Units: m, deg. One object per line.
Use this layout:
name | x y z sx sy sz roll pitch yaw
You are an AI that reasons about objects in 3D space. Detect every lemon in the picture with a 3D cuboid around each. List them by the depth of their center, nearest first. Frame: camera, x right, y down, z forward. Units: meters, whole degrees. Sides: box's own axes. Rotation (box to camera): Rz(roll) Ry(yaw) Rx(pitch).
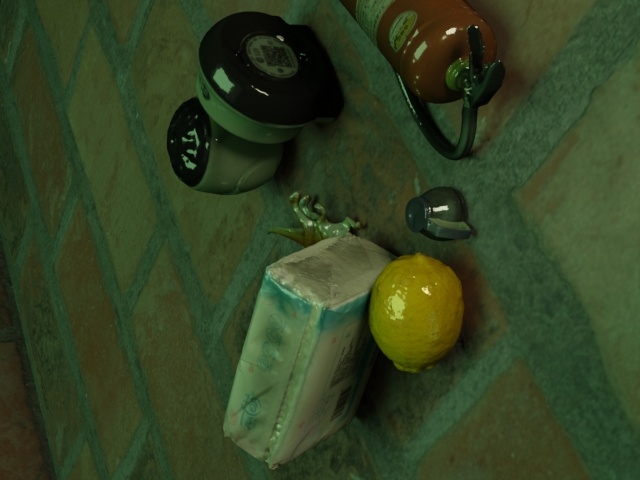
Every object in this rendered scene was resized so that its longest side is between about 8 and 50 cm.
lemon | 0.113 0.087 1.175 0.114 0.114 0.155 34 123 53

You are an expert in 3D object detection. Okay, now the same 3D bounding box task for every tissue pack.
tissue pack | -0.008 0.139 1.283 0.124 0.201 0.271 33 122 28

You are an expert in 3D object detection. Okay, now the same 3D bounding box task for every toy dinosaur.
toy dinosaur | 0.001 -0.001 1.426 0.142 0.057 0.212 60 155 7

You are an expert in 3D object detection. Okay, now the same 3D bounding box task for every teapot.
teapot | 0.139 -0.026 1.176 0.088 0.057 0.066 46 131 48

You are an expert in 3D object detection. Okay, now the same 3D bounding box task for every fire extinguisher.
fire extinguisher | 0.120 -0.242 1.176 0.376 0.113 0.200 59 -179 40

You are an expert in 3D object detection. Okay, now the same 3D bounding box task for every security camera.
security camera | -0.120 -0.181 1.465 0.277 0.191 0.197 -54 49 46
